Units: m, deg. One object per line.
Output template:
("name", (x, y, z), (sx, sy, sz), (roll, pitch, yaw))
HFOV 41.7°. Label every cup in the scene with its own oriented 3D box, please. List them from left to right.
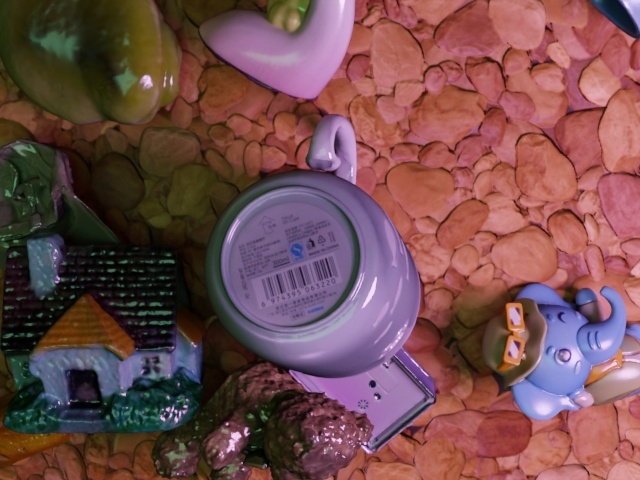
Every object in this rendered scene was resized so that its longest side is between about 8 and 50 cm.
("cup", (0.000, 0.000, 1.120), (0.259, 0.274, 0.357), (6, 80, 12))

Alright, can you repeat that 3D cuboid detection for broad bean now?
("broad bean", (-0.334, -0.282, 1.197), (0.291, 0.119, 0.238), (44, 104, -3))

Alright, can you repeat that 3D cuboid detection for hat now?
("hat", (-0.406, -0.030, 1.293), (0.214, 0.149, 0.245), (-23, 138, 22))

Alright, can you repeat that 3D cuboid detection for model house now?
("model house", (-0.315, 0.114, 1.219), (0.280, 0.230, 0.249), (-2, 110, 0))

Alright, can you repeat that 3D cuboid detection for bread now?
("bread", (-0.458, 0.287, 1.360), (0.245, 0.094, 0.102), (-23, 105, 11))

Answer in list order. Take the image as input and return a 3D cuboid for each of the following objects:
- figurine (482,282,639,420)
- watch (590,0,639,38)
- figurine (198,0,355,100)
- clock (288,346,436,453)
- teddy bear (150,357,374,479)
("figurine", (0.364, 0.153, 1.213), (0.261, 0.154, 0.180), (-4, 94, -10))
("watch", (0.375, -0.360, 1.072), (0.211, 0.211, 0.193), (-42, 109, 14))
("figurine", (-0.050, -0.389, 1.084), (0.284, 0.206, 0.316), (55, 129, 28))
("clock", (0.065, 0.211, 1.285), (0.144, 0.073, 0.193), (-42, 95, 14))
("teddy bear", (-0.079, 0.308, 1.221), (0.246, 0.222, 0.296), (21, 115, -41))
